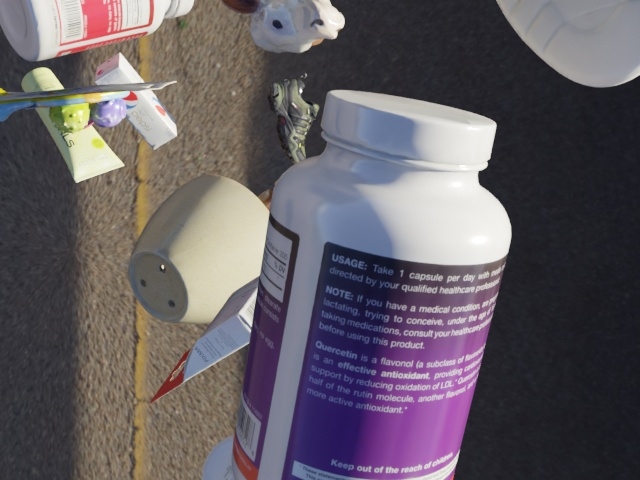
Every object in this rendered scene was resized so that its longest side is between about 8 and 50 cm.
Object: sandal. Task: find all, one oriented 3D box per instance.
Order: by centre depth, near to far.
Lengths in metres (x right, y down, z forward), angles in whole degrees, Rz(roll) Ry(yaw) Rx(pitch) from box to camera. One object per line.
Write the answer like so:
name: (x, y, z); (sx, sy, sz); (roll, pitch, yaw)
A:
sandal: (0.205, -0.339, 0.736); (0.102, 0.169, 0.416); (-23, 85, -57)

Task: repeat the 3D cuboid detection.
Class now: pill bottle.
pill bottle: (0.039, 0.056, 0.626); (0.181, 0.181, 0.323); (5, 107, -17)
pill bottle: (-0.499, -0.555, 1.819); (0.407, 0.229, 0.229); (-25, 97, -34)

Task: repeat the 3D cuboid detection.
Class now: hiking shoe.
hiking shoe: (-0.047, -0.279, 1.924); (0.114, 0.086, 0.227); (-20, 121, -9)

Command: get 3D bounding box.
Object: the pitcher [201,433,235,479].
pitcher: (-0.049, 0.308, 1.082); (0.178, 0.125, 0.207); (-56, 139, -7)

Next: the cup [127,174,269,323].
cup: (-0.274, 0.051, 1.758); (0.237, 0.331, 0.331); (-37, 101, -50)

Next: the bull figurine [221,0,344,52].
bull figurine: (0.008, -0.279, 0.678); (0.101, 0.310, 0.188); (33, 121, -22)

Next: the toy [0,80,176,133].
toy: (-0.304, -0.158, 0.975); (0.237, 0.137, 0.056); (0, 106, 6)

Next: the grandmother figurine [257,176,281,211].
grandmother figurine: (0.000, 0.000, 1.922); (0.208, 0.104, 0.342); (-40, 81, 21)

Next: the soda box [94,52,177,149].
soda box: (-0.416, -0.314, 1.838); (0.069, 0.074, 0.216); (-28, 128, 11)

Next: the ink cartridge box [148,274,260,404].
ink cartridge box: (-0.180, 0.155, 1.335); (0.232, 0.189, 0.066); (-28, 102, 19)

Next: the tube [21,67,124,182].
tube: (-0.446, -0.205, 1.435); (0.070, 0.062, 0.240); (-39, 71, 7)
